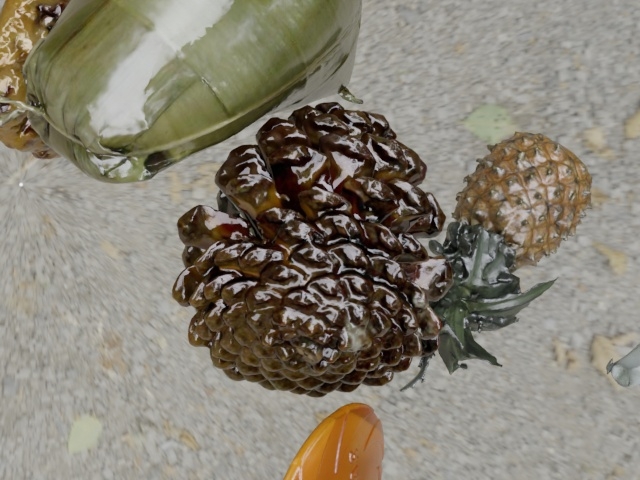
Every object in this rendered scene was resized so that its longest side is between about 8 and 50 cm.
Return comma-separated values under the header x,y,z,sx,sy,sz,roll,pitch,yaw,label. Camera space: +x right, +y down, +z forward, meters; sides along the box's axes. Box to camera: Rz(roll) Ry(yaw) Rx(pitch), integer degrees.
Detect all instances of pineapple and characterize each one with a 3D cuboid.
x,y,z,sx,sy,sz,roll,pitch,yaw,label
0.194,0.034,1.596,0.165,0.165,0.364,42,60,-11,pineapple

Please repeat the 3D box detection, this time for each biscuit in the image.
x,y,z,sx,sy,sz,roll,pitch,yaw,label
-0.253,-0.216,1.515,0.081,0.334,0.289,33,106,15,biscuit

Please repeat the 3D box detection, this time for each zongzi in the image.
x,y,z,sx,sy,sz,roll,pitch,yaw,label
-0.119,-0.120,1.195,0.181,0.418,0.447,36,71,21,zongzi

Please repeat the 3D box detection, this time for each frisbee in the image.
x,y,z,sx,sy,sz,roll,pitch,yaw,label
0.012,0.228,1.103,0.035,0.192,0.192,17,88,26,frisbee

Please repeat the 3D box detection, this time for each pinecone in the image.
x,y,z,sx,sy,sz,roll,pitch,yaw,label
-0.003,-0.001,1.189,0.246,0.292,0.246,4,128,6,pinecone

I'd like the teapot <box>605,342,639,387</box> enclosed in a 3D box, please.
x,y,z,sx,sy,sz,roll,pitch,yaw,label
0.449,0.057,1.255,0.280,0.424,0.252,-30,90,-39,teapot
